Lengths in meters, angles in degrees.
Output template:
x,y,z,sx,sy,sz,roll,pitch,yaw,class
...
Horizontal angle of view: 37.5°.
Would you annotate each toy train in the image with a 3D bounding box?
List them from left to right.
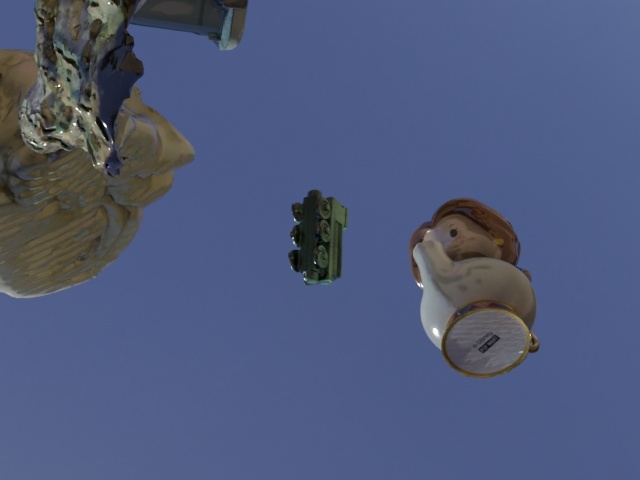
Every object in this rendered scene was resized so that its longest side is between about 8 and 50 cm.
x,y,z,sx,sy,sz,roll,pitch,yaw,class
0.000,0.000,1.613,0.111,0.071,0.170,34,-129,-50,toy train

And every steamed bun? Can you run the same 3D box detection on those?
x,y,z,sx,sy,sz,roll,pitch,yaw,class
-0.310,-0.090,0.993,0.207,0.268,0.280,54,-162,24,steamed bun

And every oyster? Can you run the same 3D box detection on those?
x,y,z,sx,sy,sz,roll,pitch,yaw,class
-0.142,-0.146,0.591,0.092,0.198,0.259,7,-165,-13,oyster

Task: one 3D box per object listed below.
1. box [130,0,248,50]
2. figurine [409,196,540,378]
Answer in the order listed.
x,y,z,sx,sy,sz,roll,pitch,yaw,class
-0.137,-0.288,0.893,0.130,0.162,0.227,-1,-150,-23,box
0.188,0.049,1.158,0.189,0.142,0.263,40,-156,-20,figurine
